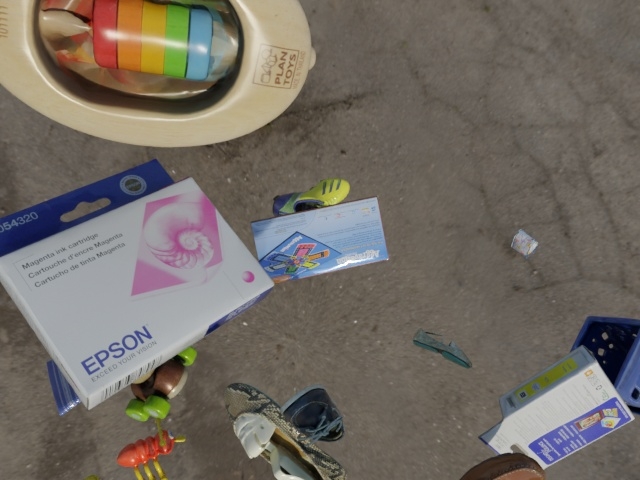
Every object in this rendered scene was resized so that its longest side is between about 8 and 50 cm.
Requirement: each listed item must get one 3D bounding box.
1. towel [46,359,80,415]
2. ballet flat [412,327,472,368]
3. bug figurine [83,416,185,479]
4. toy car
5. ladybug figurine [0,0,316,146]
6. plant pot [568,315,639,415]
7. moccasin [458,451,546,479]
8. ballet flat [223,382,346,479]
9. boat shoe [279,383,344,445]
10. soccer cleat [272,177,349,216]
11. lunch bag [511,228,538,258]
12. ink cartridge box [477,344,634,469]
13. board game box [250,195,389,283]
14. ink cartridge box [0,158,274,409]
[{"bbox_3d":[-0.525,0.277,1.422,0.336,0.243,0.040,-35,122,-17],"label":"towel"},{"bbox_3d":[0.321,0.275,1.446,0.168,0.057,0.052,22,70,24],"label":"ballet flat"},{"bbox_3d":[-0.272,0.378,0.780,0.217,0.279,0.072,-22,119,-20],"label":"bug figurine"},{"bbox_3d":[-0.384,0.260,1.163,0.188,0.149,0.155,44,46,-25],"label":"toy car"},{"bbox_3d":[-0.228,-0.289,0.768,0.450,0.161,0.304,7,119,-20],"label":"ladybug figurine"},{"bbox_3d":[0.892,0.376,1.632,0.212,0.236,0.235,33,79,-11],"label":"plant pot"},{"bbox_3d":[0.303,0.580,1.135,0.380,0.147,0.139,-40,103,11],"label":"moccasin"},{"bbox_3d":[-0.119,0.630,1.676,0.483,0.182,0.164,43,113,-3],"label":"ballet flat"},{"bbox_3d":[-0.007,0.345,1.073,0.095,0.254,0.079,-32,61,-5],"label":"boat shoe"},{"bbox_3d":[-0.007,-0.110,1.618,0.289,0.093,0.121,-21,35,-39],"label":"soccer cleat"},{"bbox_3d":[0.684,0.007,1.855,0.053,0.083,0.071,-34,56,-17],"label":"lunch bag"},{"bbox_3d":[0.551,0.418,1.318,0.307,0.072,0.303,-35,127,14],"label":"ink cartridge box"},{"bbox_3d":[0.000,0.000,1.220,0.282,0.027,0.144,-12,96,-5],"label":"board game box"},{"bbox_3d":[-0.293,0.027,0.850,0.324,0.071,0.330,-32,77,-36],"label":"ink cartridge box"}]
